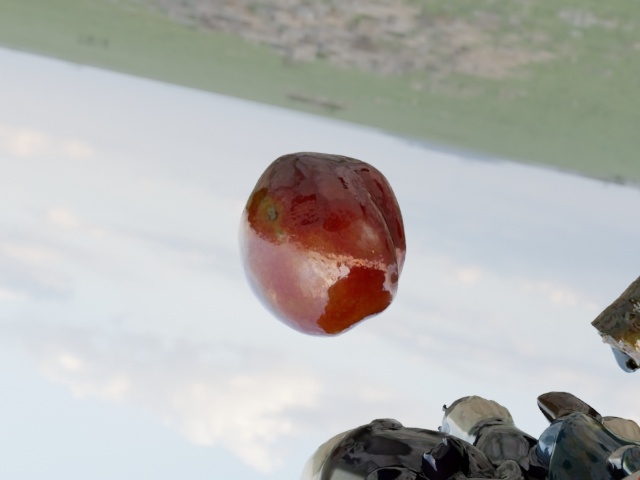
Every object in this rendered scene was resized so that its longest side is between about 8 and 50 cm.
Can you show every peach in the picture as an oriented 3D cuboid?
[{"bbox_3d":[-0.001,-0.001,0.965,0.100,0.101,0.101,12,-176,-1],"label":"peach"}]

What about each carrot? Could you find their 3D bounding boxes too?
[{"bbox_3d":[0.316,0.007,1.272,0.070,0.260,0.070,51,171,11],"label":"carrot"}]

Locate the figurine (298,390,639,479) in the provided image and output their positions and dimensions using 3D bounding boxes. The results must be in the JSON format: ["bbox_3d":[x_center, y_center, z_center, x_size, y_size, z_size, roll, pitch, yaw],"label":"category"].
[{"bbox_3d":[0.167,0.176,0.889,0.306,0.241,0.412,24,179,-38],"label":"figurine"}]
